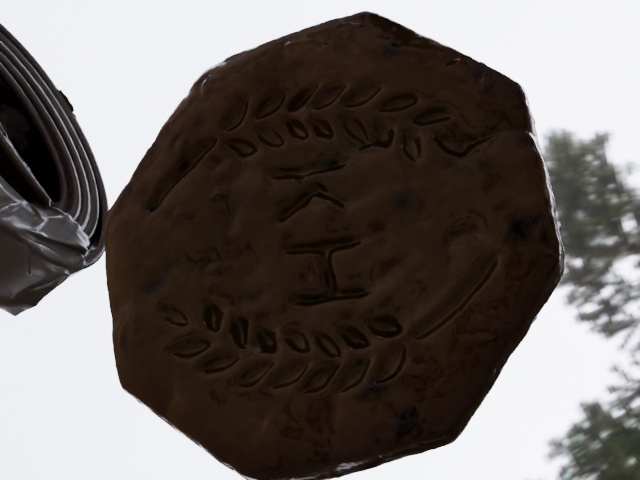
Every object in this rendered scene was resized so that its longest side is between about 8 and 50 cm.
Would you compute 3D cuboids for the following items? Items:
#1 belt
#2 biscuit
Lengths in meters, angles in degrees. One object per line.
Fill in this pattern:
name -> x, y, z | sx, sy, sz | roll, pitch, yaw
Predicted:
belt -> -0.353, -0.093, 1.720 | 0.122, 0.217, 0.339 | -34, -93, 34
biscuit -> 0.000, -0.001, 1.178 | 0.359, 0.046, 0.359 | -8, -115, 19
